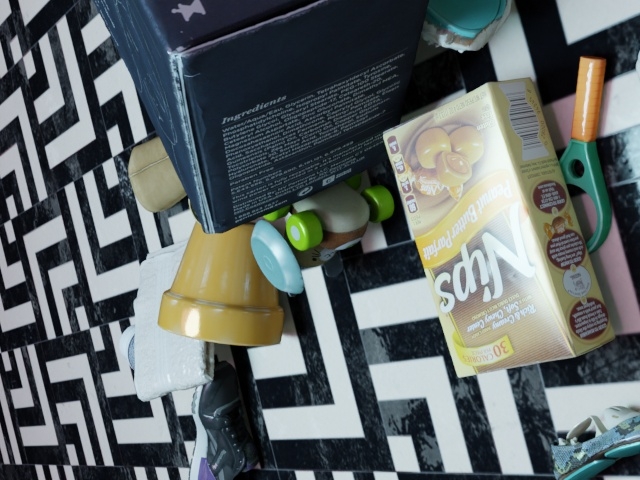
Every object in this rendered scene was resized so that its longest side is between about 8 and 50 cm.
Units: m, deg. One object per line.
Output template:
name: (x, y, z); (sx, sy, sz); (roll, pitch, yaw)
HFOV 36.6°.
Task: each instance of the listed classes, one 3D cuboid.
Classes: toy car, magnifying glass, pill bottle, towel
toy car: (0.000, 0.000, 1.399); (0.149, 0.155, 0.188); (43, 141, 37)
magnifying glass: (0.292, -0.090, 1.088); (0.092, 0.026, 0.231); (25, 118, 47)
pill bottle: (-0.319, 0.220, 1.900); (0.180, 0.108, 0.108); (12, 110, 50)
towel: (-0.265, 0.138, 1.756); (0.187, 0.049, 0.282); (-21, 63, 38)

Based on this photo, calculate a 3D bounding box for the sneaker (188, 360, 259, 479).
sneaker: (-0.158, 0.354, 1.762); (0.124, 0.107, 0.283); (21, 120, 29)

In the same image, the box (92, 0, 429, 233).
box: (-0.118, -0.334, 1.154); (0.479, 0.297, 0.472); (63, 171, 17)

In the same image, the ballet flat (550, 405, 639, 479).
ballet flat: (0.329, 0.224, 1.105); (0.188, 0.070, 0.070); (-43, 67, 45)

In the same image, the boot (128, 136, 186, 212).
boot: (-0.278, -0.186, 1.746); (0.269, 0.089, 0.236); (-16, 87, 54)

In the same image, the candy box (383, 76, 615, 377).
candy box: (0.203, -0.010, 1.136); (0.183, 0.088, 0.316); (-22, 83, 50)

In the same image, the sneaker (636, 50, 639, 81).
sneaker: (0.380, -0.062, 0.925); (0.292, 0.110, 0.118); (64, 150, 18)

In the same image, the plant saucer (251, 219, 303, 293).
plant saucer: (-0.066, 0.028, 1.370); (0.119, 0.021, 0.119); (48, 156, 29)

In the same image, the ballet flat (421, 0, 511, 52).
ballet flat: (0.104, -0.371, 1.191); (0.147, 0.147, 0.409); (-53, 56, 46)

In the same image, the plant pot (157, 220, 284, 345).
plant pot: (-0.151, 0.060, 1.582); (0.205, 0.205, 0.187); (13, 95, 50)

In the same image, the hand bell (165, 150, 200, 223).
hand bell: (-0.201, -0.123, 1.558); (0.242, 0.126, 0.126); (41, 131, 49)
